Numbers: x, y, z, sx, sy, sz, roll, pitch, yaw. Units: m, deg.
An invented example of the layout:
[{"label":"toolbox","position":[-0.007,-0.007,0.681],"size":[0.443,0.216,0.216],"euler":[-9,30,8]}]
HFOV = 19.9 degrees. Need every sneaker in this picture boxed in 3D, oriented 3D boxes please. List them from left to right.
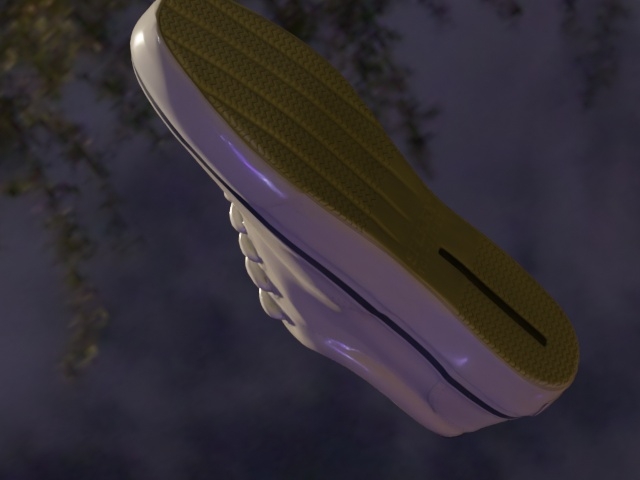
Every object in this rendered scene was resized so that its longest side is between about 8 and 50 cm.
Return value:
[{"label":"sneaker","position":[0.000,0.000,0.831],"size":[0.258,0.091,0.094],"euler":[46,-142,-9]}]
